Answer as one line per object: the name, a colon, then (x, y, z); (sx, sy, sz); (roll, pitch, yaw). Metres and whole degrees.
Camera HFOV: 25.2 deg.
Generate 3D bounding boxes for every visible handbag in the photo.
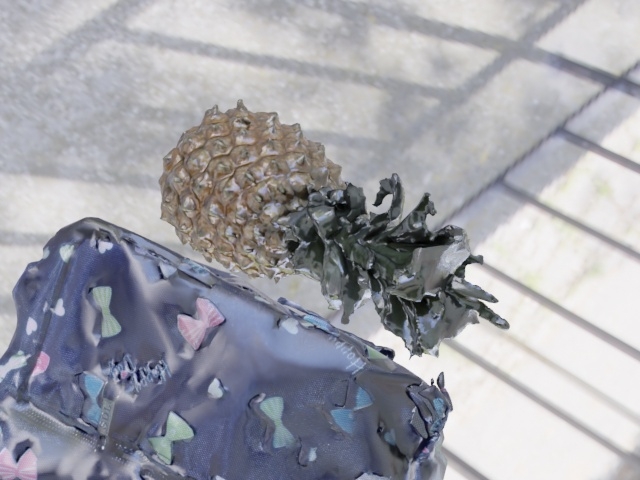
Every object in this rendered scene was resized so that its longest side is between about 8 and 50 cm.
handbag: (-0.059, 0.100, 0.779); (0.113, 0.260, 0.162); (41, 71, -83)

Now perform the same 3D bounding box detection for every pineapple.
pineapple: (0.000, 0.000, 0.439); (0.058, 0.124, 0.058); (-17, 121, -30)
